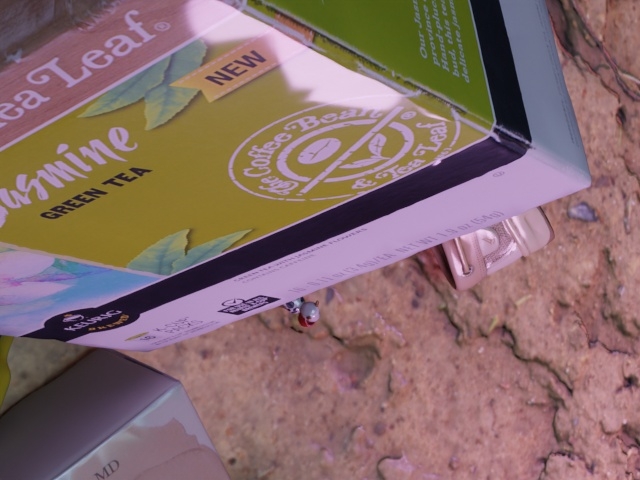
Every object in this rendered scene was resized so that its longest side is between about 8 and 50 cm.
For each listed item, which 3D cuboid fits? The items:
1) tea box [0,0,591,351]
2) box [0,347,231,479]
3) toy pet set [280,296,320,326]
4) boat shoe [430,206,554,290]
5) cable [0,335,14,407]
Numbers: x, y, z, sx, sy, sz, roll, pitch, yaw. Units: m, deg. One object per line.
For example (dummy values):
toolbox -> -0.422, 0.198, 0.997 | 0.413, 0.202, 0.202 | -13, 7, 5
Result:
tea box -> -0.095, -0.100, 0.573 | 0.323, 0.329, 0.220 | 16, 58, -51
box -> -0.120, 0.247, 0.818 | 0.148, 0.121, 0.311 | -38, 118, -27
toy pet set -> 0.000, 0.000, 0.912 | 0.114, 0.065, 0.122 | 36, 74, -36
boat shoe -> 0.074, -0.081, 0.920 | 0.110, 0.121, 0.341 | -37, 124, 5
cable -> -0.220, 0.014, 0.766 | 0.139, 0.072, 0.287 | 41, 58, -17
